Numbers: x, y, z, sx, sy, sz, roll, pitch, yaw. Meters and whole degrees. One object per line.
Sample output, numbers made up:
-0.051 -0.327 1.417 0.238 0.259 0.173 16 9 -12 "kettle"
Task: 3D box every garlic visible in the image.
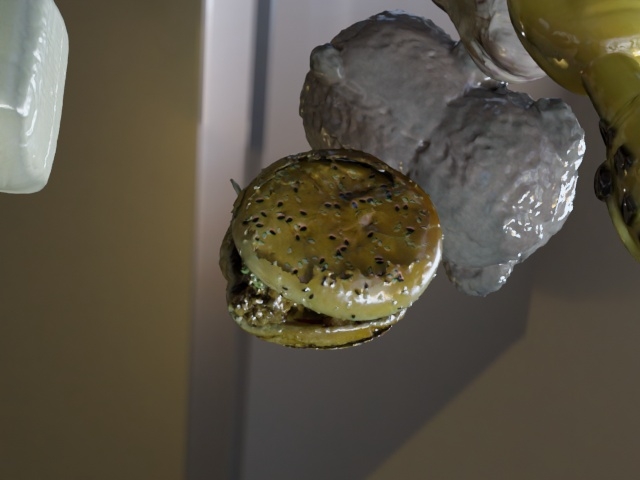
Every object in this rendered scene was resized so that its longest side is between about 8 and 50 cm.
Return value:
0.137 -0.183 1.168 0.102 0.147 0.159 -23 -148 -12 "garlic"

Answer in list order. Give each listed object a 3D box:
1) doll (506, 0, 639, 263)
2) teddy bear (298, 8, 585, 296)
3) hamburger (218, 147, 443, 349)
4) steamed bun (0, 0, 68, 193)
0.165 -0.083 0.897 0.086 0.117 0.291 -10 -134 -8 "doll"
0.108 -0.091 1.477 0.267 0.236 0.151 34 -161 17 "teddy bear"
0.000 0.000 1.348 0.185 0.113 0.177 39 -118 9 "hamburger"
-0.343 -0.155 1.682 0.154 0.200 0.250 4 163 2 "steamed bun"
